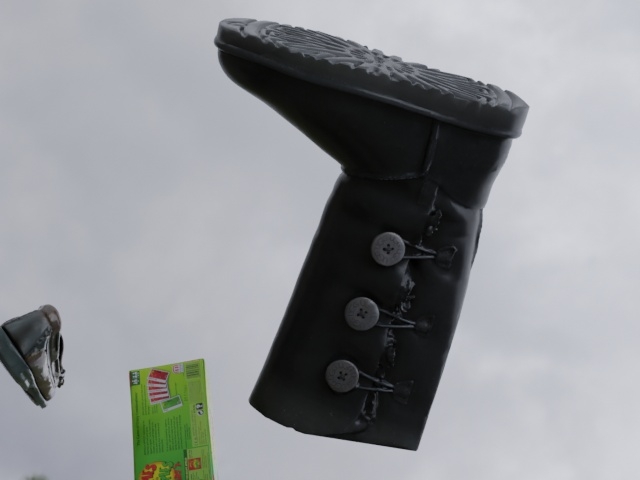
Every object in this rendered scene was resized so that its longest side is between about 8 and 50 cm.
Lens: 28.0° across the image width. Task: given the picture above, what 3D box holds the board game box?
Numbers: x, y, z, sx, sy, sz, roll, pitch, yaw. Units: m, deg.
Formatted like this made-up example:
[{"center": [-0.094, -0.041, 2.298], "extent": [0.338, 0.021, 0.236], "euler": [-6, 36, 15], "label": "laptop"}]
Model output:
[{"center": [-0.170, 0.230, 1.494], "extent": [0.092, 0.181, 0.043], "euler": [-10, -38, 1], "label": "board game box"}]

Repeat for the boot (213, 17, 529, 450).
[{"center": [0.002, 0.001, 1.496], "extent": [0.367, 0.146, 0.445], "euler": [18, -70, 1], "label": "boot"}]

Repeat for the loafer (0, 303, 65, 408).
[{"center": [-0.331, 0.136, 1.526], "extent": [0.096, 0.084, 0.267], "euler": [52, -13, 7], "label": "loafer"}]
